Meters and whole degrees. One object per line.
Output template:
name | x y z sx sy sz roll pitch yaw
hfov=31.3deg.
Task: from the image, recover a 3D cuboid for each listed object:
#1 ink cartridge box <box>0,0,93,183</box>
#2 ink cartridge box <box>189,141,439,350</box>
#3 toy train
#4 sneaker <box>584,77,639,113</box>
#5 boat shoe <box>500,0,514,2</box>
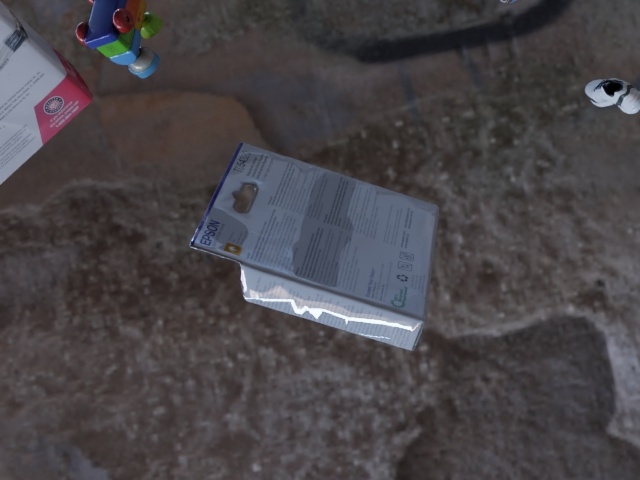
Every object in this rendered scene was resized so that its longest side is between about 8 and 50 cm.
ink cartridge box | -0.427 -0.207 1.396 0.237 0.172 0.100 44 -174 -46
ink cartridge box | 0.000 0.000 1.643 0.324 0.330 0.071 -72 -1 -58
toy train | -0.333 -0.419 2.024 0.143 0.105 0.248 42 -134 -46
sneaker | 0.370 -0.193 1.455 0.044 0.040 0.109 35 179 -26
boat shoe | 0.329 -0.540 2.221 0.066 0.066 0.183 26 145 61
